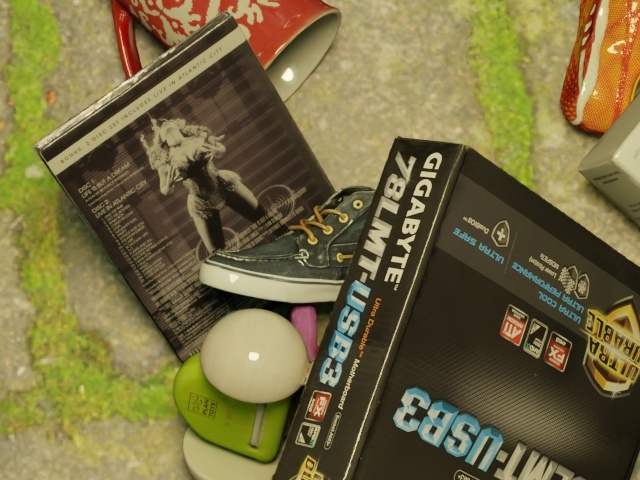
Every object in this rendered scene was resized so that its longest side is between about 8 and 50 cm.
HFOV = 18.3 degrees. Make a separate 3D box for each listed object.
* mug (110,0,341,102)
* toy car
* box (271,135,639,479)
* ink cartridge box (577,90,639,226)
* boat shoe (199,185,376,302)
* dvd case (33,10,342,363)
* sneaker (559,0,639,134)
[{"bbox_3d":[-0.095,-0.168,1.476,0.169,0.113,0.150,42,79,10],"label":"mug"},{"bbox_3d":[-0.010,0.105,1.418,0.182,0.159,0.136,13,44,2],"label":"toy car"},{"bbox_3d":[0.109,0.121,1.346,0.073,0.295,0.293,8,72,44],"label":"box"},{"bbox_3d":[0.319,-0.043,1.449,0.208,0.087,0.153,41,80,-6],"label":"ink cartridge box"},{"bbox_3d":[0.000,0.000,1.437,0.183,0.065,0.083,3,98,-27],"label":"boat shoe"},{"bbox_3d":[-0.082,-0.032,1.423,0.164,0.018,0.221,-36,124,-7],"label":"dvd case"},{"bbox_3d":[0.232,-0.163,1.512,0.067,0.064,0.175,16,86,-13],"label":"sneaker"}]
